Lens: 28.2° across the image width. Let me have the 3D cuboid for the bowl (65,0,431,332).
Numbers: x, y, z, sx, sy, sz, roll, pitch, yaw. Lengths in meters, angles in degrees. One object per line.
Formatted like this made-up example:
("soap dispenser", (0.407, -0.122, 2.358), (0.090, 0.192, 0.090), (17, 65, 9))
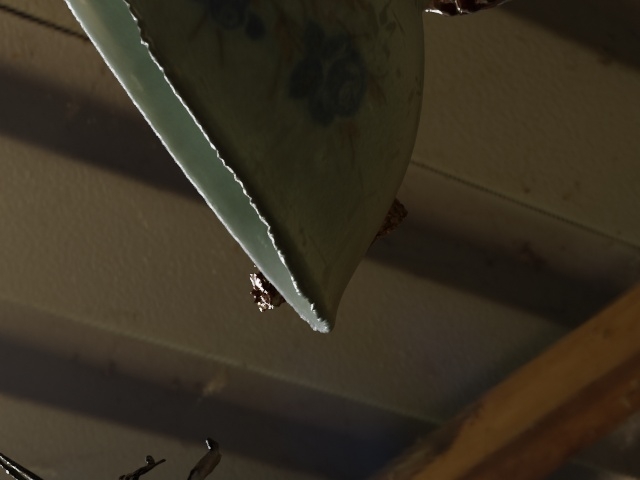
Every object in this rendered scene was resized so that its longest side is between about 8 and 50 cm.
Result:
("bowl", (-0.034, -0.121, 0.595), (0.146, 0.313, 0.313), (-35, -52, -5))

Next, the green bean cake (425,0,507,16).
("green bean cake", (0.189, -0.253, 0.933), (0.198, 0.232, 0.097), (-23, -87, -15))

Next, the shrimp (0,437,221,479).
("shrimp", (-0.124, 0.225, 0.938), (0.145, 0.116, 0.343), (-22, -37, 18))

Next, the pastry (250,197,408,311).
("pastry", (0.000, 0.000, 1.202), (0.169, 0.087, 0.063), (-33, -84, -5))
